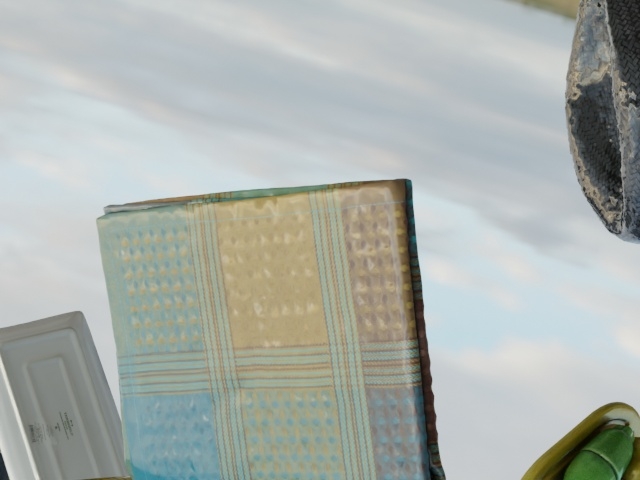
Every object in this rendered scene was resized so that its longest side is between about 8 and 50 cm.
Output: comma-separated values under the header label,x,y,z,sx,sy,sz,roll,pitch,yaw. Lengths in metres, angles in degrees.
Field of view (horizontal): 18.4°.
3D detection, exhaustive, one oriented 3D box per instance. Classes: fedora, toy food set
label,x,y,z,sx,sy,sz,roll,pitch,yaw
fedora,0.276,-0.113,1.492,0.152,0.334,0.334,-2,-166,-10
toy food set,0.200,0.217,1.495,0.071,0.128,0.218,27,-130,37

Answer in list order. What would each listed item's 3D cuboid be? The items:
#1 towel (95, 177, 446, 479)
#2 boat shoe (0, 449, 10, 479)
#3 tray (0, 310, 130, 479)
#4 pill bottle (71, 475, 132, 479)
label,x,y,z,sx,sy,sz,roll,pitch,yaw
towel,-0.049,0.090,1.704,0.370,0.271,0.040,-5,-178,44
boat shoe,-0.405,0.392,2.516,0.156,0.500,0.187,6,169,-24
tray,-0.292,0.211,2.234,0.145,0.270,0.030,-13,161,-24
pill bottle,-0.238,0.329,1.953,0.334,0.188,0.188,-1,-161,-33
